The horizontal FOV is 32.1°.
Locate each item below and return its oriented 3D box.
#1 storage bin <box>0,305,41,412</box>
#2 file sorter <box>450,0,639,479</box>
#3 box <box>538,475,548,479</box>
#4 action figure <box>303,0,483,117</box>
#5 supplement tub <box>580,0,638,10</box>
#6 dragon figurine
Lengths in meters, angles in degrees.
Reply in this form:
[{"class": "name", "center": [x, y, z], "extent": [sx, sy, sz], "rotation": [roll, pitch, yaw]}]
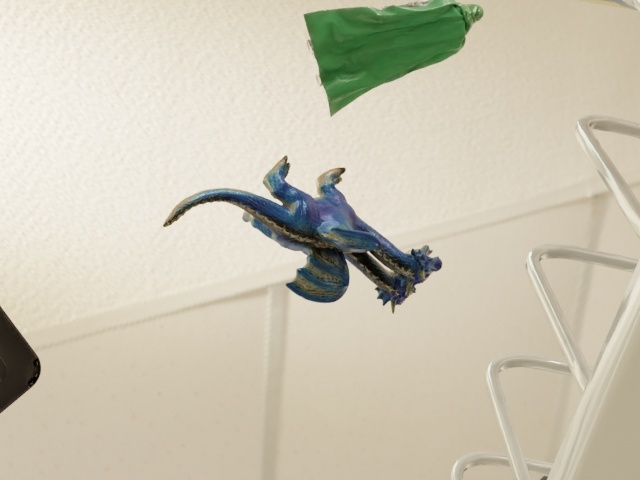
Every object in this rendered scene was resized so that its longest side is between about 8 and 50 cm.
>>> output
[{"class": "storage bin", "center": [-0.372, 0.130, 1.043], "extent": [0.180, 0.084, 0.122], "rotation": [-42, -65, -26]}, {"class": "file sorter", "center": [0.184, 0.053, 0.470], "extent": [0.192, 0.173, 0.278], "rotation": [12, -64, -7]}, {"class": "box", "center": [0.359, 0.346, 1.344], "extent": [0.270, 0.216, 0.060], "rotation": [-36, -52, -26]}, {"class": "action figure", "center": [0.101, -0.259, 1.425], "extent": [0.232, 0.063, 0.137], "rotation": [-18, -63, -6]}, {"class": "supplement tub", "center": [0.150, -0.208, 0.628], "extent": [0.144, 0.199, 0.144], "rotation": [-9, -70, -26]}, {"class": "dragon figurine", "center": [0.000, 0.000, 1.056], "extent": [0.289, 0.144, 0.085], "rotation": [6, -52, -51]}]
